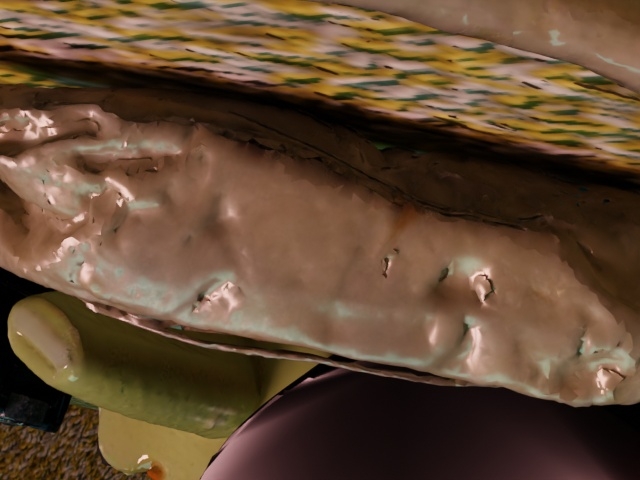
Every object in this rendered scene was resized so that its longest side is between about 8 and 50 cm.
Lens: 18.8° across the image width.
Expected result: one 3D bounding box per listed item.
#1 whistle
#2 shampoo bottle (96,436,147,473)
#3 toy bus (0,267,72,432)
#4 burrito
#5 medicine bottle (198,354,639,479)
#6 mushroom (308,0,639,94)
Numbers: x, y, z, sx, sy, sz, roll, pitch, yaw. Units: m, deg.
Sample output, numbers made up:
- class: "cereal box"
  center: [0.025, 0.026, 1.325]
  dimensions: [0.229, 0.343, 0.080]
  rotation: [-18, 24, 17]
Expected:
- class: "whistle"
  center: [-0.018, 0.063, 0.782]
  dimensions: [0.131, 0.106, 0.288]
  rotation: [38, -167, 34]
- class: "shampoo bottle"
  center: [0.017, 0.102, 1.065]
  dimensions: [0.309, 0.098, 0.071]
  rotation: [6, 171, 35]
- class: "toy bus"
  center: [-0.179, 0.032, 0.906]
  dimensions: [0.106, 0.090, 0.184]
  rotation: [10, 170, 14]
- class: "burrito"
  center: [0.000, -0.002, 0.512]
  dimensions: [0.229, 0.063, 0.058]
  rotation: [10, -162, -3]
- class: "medicine bottle"
  center: [0.135, 0.131, 0.705]
  dimensions: [0.242, 0.242, 0.395]
  rotation: [6, -177, 32]
- class: "mushroom"
  center: [-0.052, -0.053, 0.339]
  dimensions: [0.306, 0.043, 0.068]
  rotation: [13, 147, 1]
